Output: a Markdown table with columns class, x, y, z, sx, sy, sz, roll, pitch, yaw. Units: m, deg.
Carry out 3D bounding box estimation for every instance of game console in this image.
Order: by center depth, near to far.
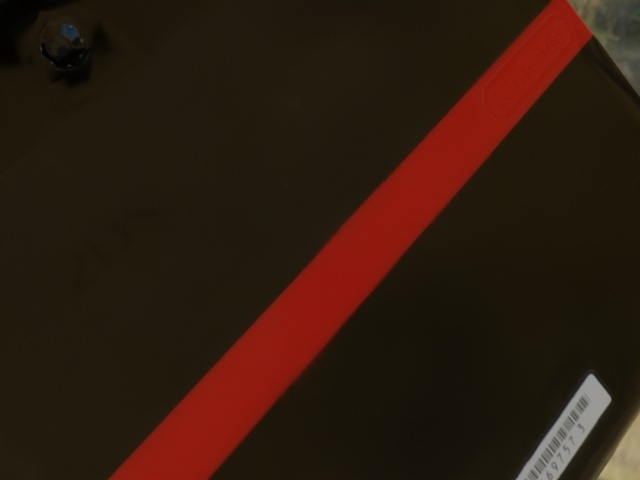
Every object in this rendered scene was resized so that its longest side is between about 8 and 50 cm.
| class | x | y | z | sx | sy | sz | roll | pitch | yaw |
| --- | --- | --- | --- | --- | --- | --- | --- | --- | --- |
| game console | 0.000 | 0.000 | 0.497 | 0.342 | 0.386 | 0.060 | 50 | 150 | -13 |
